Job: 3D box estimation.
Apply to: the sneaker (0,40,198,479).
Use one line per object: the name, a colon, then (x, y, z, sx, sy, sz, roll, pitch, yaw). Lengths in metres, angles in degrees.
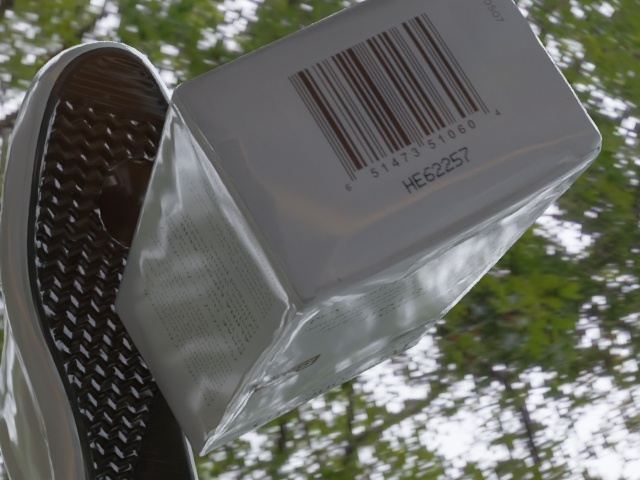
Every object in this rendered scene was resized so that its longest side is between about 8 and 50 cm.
sneaker: (-0.132, 0.042, 0.802, 0.123, 0.106, 0.290, 15, -72, 50)

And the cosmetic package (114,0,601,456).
cosmetic package: (0.000, 0.000, 0.573, 0.117, 0.231, 0.085, -26, -103, -18)
